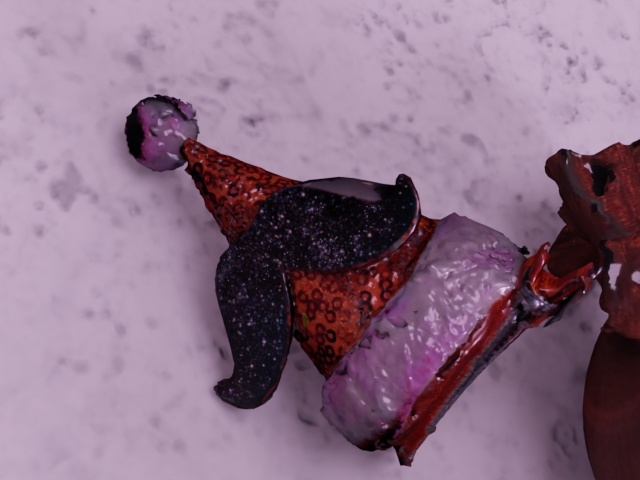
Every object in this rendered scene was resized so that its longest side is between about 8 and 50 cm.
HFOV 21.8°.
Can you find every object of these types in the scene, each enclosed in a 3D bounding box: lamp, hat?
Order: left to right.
[{"bbox_3d":[0.000,-0.001,0.806,0.227,0.140,0.129,39,44,4],"label":"hat"},{"bbox_3d":[0.207,0.067,0.871,0.151,0.215,0.223,-9,108,-5],"label":"lamp"}]
